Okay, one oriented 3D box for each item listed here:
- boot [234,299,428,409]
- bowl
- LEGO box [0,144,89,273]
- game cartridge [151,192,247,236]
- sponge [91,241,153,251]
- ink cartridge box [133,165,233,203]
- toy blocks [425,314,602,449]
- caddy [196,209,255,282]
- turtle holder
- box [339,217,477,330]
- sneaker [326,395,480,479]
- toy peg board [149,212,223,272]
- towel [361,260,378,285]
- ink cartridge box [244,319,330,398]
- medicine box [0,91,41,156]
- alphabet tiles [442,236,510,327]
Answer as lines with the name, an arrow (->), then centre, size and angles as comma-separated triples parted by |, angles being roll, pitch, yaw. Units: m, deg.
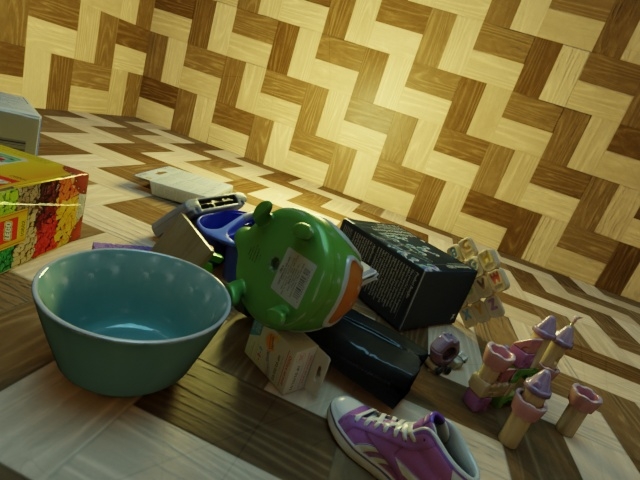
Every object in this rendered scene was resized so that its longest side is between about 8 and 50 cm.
boot -> 0.064, 0.188, 1.032 | 0.444, 0.146, 0.367 | 23, 25, 22
bowl -> -0.328, 0.151, 0.720 | 0.311, 0.163, 0.311 | 16, 18, -5
LEGO box -> -0.878, -0.117, 0.921 | 0.499, 0.193, 0.372 | 18, 17, -2
game cartridge -> -0.399, -0.085, 1.349 | 0.198, 0.062, 0.297 | -22, 1, 27
sponge -> -0.489, 0.050, 1.087 | 0.210, 0.031, 0.117 | 7, 22, -37
ink cartridge box -> -0.592, -0.236, 1.798 | 0.329, 0.072, 0.324 | 16, 18, 2
toy blocks -> 0.481, 0.281, 0.989 | 0.288, 0.260, 0.309 | 8, 20, -30
caddy -> -0.240, -0.007, 1.271 | 0.241, 0.179, 0.341 | 24, 18, 14
turtle holder -> -0.058, 0.066, 0.850 | 0.320, 0.244, 0.227 | -9, -18, 40
box -> 0.264, 0.102, 1.399 | 0.293, 0.212, 0.395 | 4, 23, -40
sneaker -> 0.135, 0.321, 0.683 | 0.102, 0.161, 0.282 | -3, 26, -47
toy peg board -> -0.339, 0.047, 1.030 | 0.160, 0.161, 0.079 | 44, 6, 30
towel -> -0.001, 0.049, 1.103 | 0.284, 0.034, 0.209 | 31, 23, 27
ink cartridge box -> -0.072, 0.233, 0.829 | 0.061, 0.105, 0.181 | 0, 25, -46
medicine box -> -0.991, -0.306, 1.267 | 0.149, 0.264, 0.289 | 2, 24, -44
alphabet tiles -> 0.497, 0.144, 1.379 | 0.021, 0.284, 0.278 | -4, 67, -32
